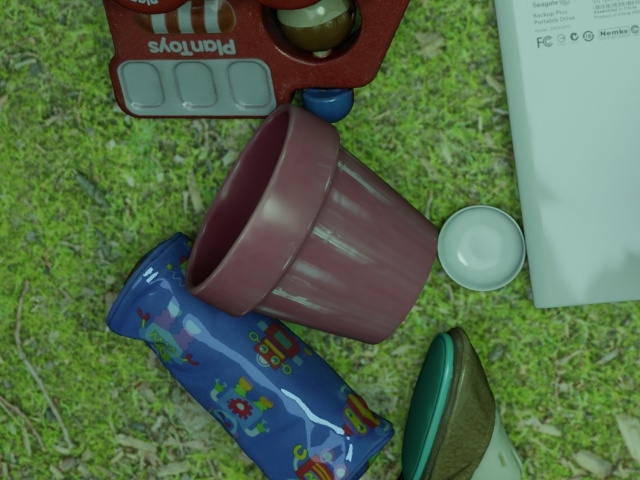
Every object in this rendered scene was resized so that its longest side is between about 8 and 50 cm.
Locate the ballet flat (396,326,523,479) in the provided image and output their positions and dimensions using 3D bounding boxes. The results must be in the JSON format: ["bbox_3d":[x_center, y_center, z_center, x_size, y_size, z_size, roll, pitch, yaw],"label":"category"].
[{"bbox_3d":[0.121,0.246,1.503,0.124,0.116,0.342,15,107,-10],"label":"ballet flat"}]

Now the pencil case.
[{"bbox_3d":[-0.071,0.133,1.516,0.306,0.119,0.133,43,130,2],"label":"pencil case"}]

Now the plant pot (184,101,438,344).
[{"bbox_3d":[0.000,0.000,1.432,0.180,0.201,0.201,28,109,-14],"label":"plant pot"}]

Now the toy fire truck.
[{"bbox_3d":[-0.062,-0.223,1.429,0.302,0.169,0.253,1,128,13],"label":"toy fire truck"}]

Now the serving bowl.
[{"bbox_3d":[0.154,0.005,1.474,0.083,0.027,0.083,3,103,15],"label":"serving bowl"}]

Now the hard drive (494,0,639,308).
[{"bbox_3d":[0.287,-0.123,1.400,0.233,0.047,0.353,-6,100,16],"label":"hard drive"}]
